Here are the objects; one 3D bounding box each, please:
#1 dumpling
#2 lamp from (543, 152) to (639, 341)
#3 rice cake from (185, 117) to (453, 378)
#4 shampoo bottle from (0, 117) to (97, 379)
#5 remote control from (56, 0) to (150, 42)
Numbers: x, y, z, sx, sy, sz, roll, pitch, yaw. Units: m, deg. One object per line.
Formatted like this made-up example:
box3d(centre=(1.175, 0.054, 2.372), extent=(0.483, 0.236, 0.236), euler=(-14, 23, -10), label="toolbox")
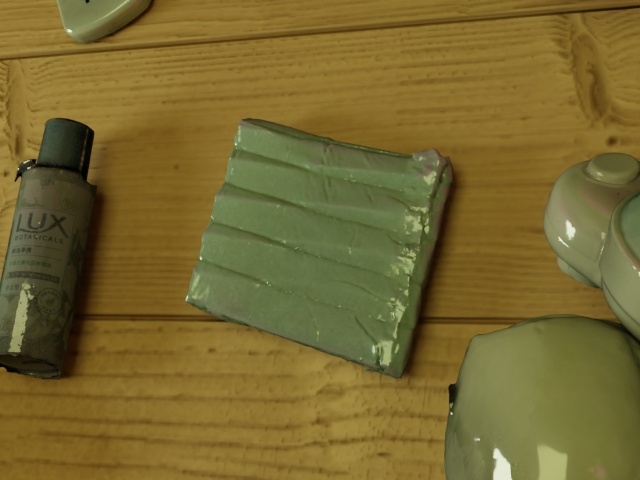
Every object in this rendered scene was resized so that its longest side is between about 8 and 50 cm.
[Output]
box3d(centre=(0.189, 0.153, 0.982), extent=(0.227, 0.175, 0.243), euler=(8, 63, -12), label="dumpling")
box3d(centre=(0.253, 0.003, 1.000), extent=(0.246, 0.179, 0.108), euler=(33, 122, 39), label="lamp")
box3d(centre=(0.000, 0.000, 1.212), extent=(0.198, 0.037, 0.189), euler=(8, 74, 29), label="rice cake")
box3d(centre=(-0.228, 0.003, 1.310), extent=(0.072, 0.072, 0.214), euler=(-3, 68, 26), label="shampoo bottle")
box3d(centre=(-0.211, -0.268, 1.434), extent=(0.087, 0.029, 0.190), euler=(-27, 61, 16), label="remote control")
